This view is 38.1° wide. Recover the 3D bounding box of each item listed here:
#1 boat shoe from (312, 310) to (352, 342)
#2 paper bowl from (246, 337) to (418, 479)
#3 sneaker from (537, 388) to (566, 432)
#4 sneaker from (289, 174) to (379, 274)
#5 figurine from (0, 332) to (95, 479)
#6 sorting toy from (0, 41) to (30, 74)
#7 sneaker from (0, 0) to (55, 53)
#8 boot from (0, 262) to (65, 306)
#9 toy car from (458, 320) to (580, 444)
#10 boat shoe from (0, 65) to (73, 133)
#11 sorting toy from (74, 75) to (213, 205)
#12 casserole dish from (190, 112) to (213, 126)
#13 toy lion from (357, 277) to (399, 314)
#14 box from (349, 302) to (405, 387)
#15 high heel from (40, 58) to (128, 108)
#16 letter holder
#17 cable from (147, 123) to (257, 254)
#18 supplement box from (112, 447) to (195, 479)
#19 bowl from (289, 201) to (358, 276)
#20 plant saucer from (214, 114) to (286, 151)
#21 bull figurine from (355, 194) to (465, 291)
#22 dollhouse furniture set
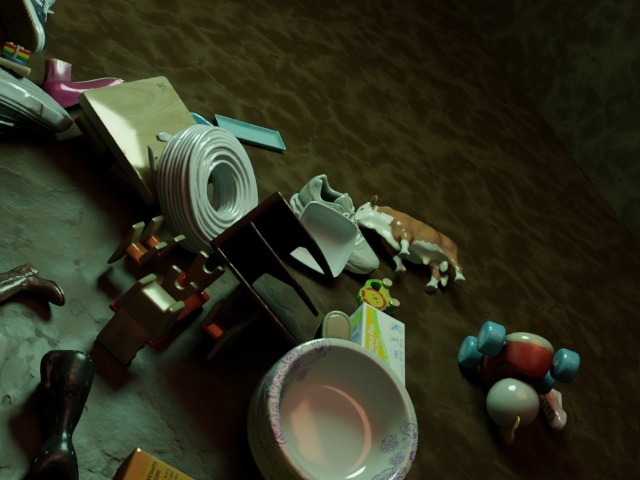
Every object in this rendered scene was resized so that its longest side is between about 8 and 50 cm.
[{"bbox_3d":[0.013,0.248,1.728,0.081,0.068,0.227,16,67,-13],"label":"boat shoe"},{"bbox_3d":[0.011,0.320,1.562,0.284,0.148,0.284,15,54,-22],"label":"paper bowl"},{"bbox_3d":[0.528,0.387,2.157,0.070,0.051,0.134,31,29,-11],"label":"sneaker"},{"bbox_3d":[0.047,-0.038,2.116,0.262,0.121,0.099,45,32,8],"label":"sneaker"},{"bbox_3d":[-0.431,0.243,1.303,0.215,0.092,0.209,20,41,-28],"label":"figurine"},{"bbox_3d":[-0.617,-0.365,1.776,0.132,0.046,0.274,21,4,-20],"label":"sorting toy"},{"bbox_3d":[-0.620,-0.508,2.028,0.153,0.099,0.282,-3,48,-46],"label":"sneaker"},{"bbox_3d":[-0.482,0.085,1.485,0.106,0.037,0.114,34,26,17],"label":"boot"},{"bbox_3d":[0.416,0.335,2.027,0.219,0.210,0.238,21,63,-6],"label":"toy car"},{"bbox_3d":[-0.608,-0.256,1.714,0.121,0.119,0.335,44,10,31],"label":"boat shoe"},{"bbox_3d":[-0.353,-0.193,1.891,0.255,0.089,0.257,56,33,3],"label":"sorting toy"},{"bbox_3d":[-0.257,-0.217,2.103,0.188,0.037,0.114,39,31,-3],"label":"casserole dish"},{"bbox_3d":[0.124,0.126,2.082,0.096,0.034,0.100,11,41,-27],"label":"toy lion"},{"bbox_3d":[0.094,0.241,1.822,0.103,0.114,0.203,29,34,-17],"label":"box"},{"bbox_3d":[-0.478,-0.292,1.952,0.244,0.082,0.117,19,64,-51],"label":"high heel"},{"bbox_3d":[-0.052,0.076,1.700,0.214,0.152,0.302,51,-4,16],"label":"letter holder"},{"bbox_3d":[-0.218,-0.102,1.827,0.257,0.089,0.257,-26,110,-58],"label":"cable"},{"bbox_3d":[-0.195,0.401,1.354,0.233,0.080,0.078,34,34,-13],"label":"supplement box"},{"bbox_3d":[0.000,0.000,2.039,0.142,0.053,0.142,29,75,-13],"label":"bowl"},{"bbox_3d":[-0.173,-0.259,2.262,0.192,0.018,0.067,12,41,-39],"label":"plant saucer"},{"bbox_3d":[0.220,0.010,2.260,0.310,0.101,0.188,20,40,-25],"label":"bull figurine"},{"bbox_3d":[-0.272,0.109,1.629,0.262,0.135,0.259,43,20,5],"label":"dollhouse furniture set"}]
